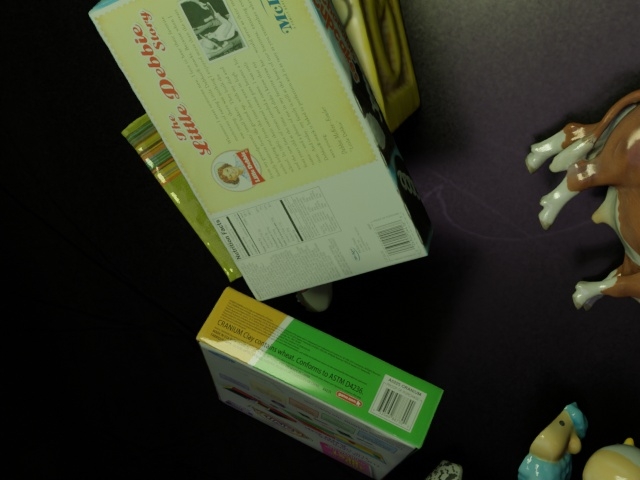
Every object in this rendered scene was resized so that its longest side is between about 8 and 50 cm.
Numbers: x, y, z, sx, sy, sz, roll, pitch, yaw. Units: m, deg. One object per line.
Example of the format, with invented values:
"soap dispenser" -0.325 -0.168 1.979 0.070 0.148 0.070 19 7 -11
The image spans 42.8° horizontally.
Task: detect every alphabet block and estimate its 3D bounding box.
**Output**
"alphabet block" -0.023 -0.195 0.849 0.197 0.193 0.192 -9 107 19

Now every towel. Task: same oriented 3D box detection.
"towel" -0.144 -0.066 1.024 0.102 0.021 0.237 -32 97 24

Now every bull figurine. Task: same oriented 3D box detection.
"bull figurine" 0.346 -0.003 0.856 0.188 0.101 0.310 -19 102 23

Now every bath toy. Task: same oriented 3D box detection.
"bath toy" 0.387 0.318 0.873 0.348 0.129 0.151 33 152 35

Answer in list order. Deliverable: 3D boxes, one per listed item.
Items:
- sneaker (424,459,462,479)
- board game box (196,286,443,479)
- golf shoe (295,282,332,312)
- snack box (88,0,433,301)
"sneaker" 0.256 0.424 0.992 0.410 0.158 0.182 37 79 8
"board game box" -0.008 0.178 0.933 0.242 0.316 0.064 25 69 6
"golf shoe" 0.000 0.000 0.978 0.086 0.067 0.186 -3 107 16
"snack box" -0.044 -0.103 0.740 0.187 0.060 0.322 -16 118 22
